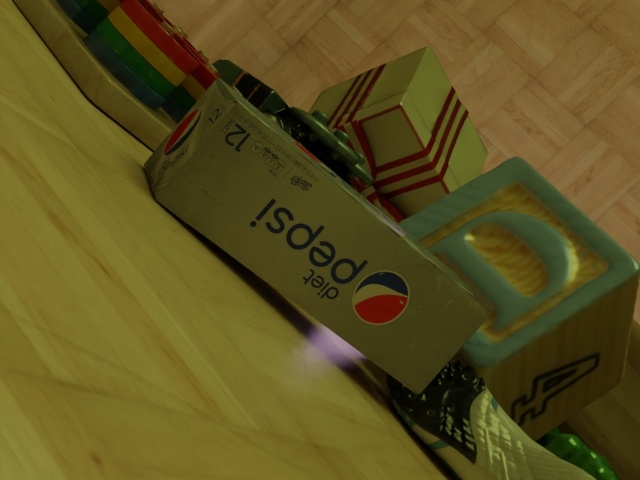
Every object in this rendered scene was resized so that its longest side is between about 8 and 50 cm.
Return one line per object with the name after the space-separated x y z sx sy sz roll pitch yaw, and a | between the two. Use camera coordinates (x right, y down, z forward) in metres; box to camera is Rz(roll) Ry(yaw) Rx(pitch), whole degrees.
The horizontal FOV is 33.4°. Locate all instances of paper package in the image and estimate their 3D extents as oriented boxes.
0.328 0.182 1.496 0.309 0.168 0.325 45 -12 -24 | paper package

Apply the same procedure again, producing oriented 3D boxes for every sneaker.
0.140 0.183 0.894 0.237 0.085 0.086 40 -37 32 | sneaker

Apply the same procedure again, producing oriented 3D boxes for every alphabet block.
0.180 0.074 1.065 0.192 0.193 0.197 51 -17 36 | alphabet block

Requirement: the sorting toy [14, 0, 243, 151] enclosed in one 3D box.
-0.168 -0.174 1.048 0.255 0.089 0.257 49 5 35 | sorting toy

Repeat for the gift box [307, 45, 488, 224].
0.093 -0.115 1.698 0.255 0.276 0.258 54 33 -19 | gift box

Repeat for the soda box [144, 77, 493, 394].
0.000 0.000 0.856 0.286 0.098 0.091 38 8 -24 | soda box

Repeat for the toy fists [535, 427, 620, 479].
0.261 0.253 1.243 0.279 0.096 0.142 48 -6 42 | toy fists

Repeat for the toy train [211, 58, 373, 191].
-0.054 -0.118 1.427 0.190 0.142 0.334 38 0 22 | toy train
